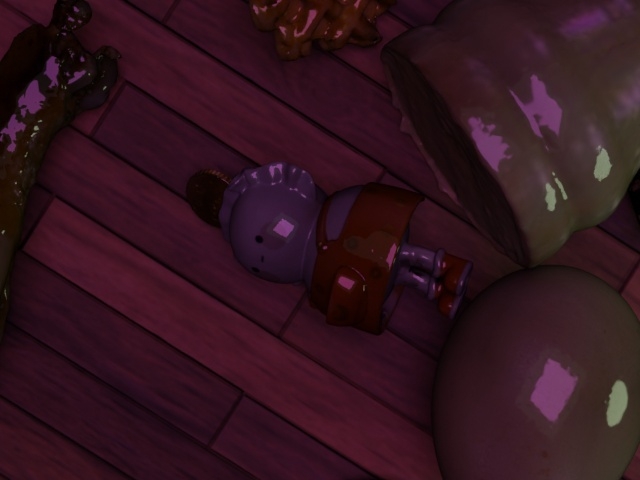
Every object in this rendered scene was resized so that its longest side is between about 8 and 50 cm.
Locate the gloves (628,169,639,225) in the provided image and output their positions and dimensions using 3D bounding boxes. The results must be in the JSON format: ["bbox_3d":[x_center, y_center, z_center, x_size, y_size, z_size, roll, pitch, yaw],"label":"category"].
[{"bbox_3d":[0.424,-0.037,1.250,0.285,0.142,0.119,4,119,-3],"label":"gloves"}]

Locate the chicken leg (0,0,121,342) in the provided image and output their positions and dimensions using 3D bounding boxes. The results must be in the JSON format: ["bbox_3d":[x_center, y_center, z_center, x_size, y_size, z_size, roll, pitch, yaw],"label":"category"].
[{"bbox_3d":[-0.311,-0.022,1.231,0.201,0.152,0.429,31,83,-14],"label":"chicken leg"}]

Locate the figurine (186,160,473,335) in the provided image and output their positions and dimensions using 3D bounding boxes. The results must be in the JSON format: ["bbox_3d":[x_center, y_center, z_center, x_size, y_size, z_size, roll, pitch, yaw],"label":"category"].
[{"bbox_3d":[0.006,-0.004,1.246,0.271,0.143,0.143,31,90,23],"label":"figurine"}]

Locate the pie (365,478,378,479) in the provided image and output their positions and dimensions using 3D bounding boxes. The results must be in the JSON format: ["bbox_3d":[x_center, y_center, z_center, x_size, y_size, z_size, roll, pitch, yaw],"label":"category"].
[{"bbox_3d":[0.046,0.296,1.287,0.154,0.036,0.154,0,91,-2],"label":"pie"}]

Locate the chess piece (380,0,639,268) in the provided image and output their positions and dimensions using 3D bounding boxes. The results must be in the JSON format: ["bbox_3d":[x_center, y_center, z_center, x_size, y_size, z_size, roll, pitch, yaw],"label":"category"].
[{"bbox_3d":[0.291,-0.189,1.205,0.442,0.234,0.234,-34,92,-5],"label":"chess piece"}]

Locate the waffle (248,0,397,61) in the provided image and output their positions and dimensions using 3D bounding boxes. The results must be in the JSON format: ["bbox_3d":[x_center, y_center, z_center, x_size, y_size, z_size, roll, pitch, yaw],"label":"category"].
[{"bbox_3d":[0.023,-0.298,1.211,0.291,0.051,0.291,-16,117,-33],"label":"waffle"}]

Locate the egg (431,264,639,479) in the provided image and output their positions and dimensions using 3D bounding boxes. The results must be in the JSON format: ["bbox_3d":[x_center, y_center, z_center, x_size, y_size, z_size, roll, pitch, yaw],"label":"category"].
[{"bbox_3d":[0.191,0.146,1.214,0.188,0.188,0.254,12,99,-2],"label":"egg"}]
